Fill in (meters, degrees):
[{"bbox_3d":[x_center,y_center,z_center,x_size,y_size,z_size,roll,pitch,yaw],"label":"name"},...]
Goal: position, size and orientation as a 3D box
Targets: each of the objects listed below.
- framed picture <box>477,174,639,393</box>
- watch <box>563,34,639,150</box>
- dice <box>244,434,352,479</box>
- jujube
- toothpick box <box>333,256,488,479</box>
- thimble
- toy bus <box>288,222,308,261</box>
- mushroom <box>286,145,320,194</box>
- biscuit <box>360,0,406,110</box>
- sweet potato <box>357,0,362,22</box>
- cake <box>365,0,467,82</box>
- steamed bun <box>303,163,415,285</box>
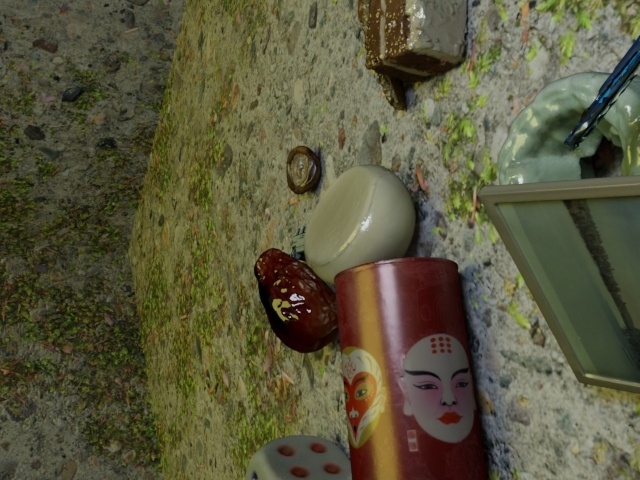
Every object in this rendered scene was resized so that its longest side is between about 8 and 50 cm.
[{"bbox_3d":[0.302,0.058,0.654,0.213,0.016,0.289,1,131,53],"label":"framed picture"},{"bbox_3d":[0.401,-0.126,0.579,0.274,0.276,0.068,-57,7,2],"label":"watch"},{"bbox_3d":[-0.039,0.519,1.322,0.192,0.193,0.194,35,117,58],"label":"dice"},{"bbox_3d":[-0.057,0.125,1.406,0.236,0.168,0.168,50,136,20],"label":"jujube"},{"bbox_3d":[0.133,0.210,1.010,0.204,0.204,0.333,-31,60,58],"label":"toothpick box"},{"bbox_3d":[0.316,-0.077,0.743,0.237,0.150,0.237,-3,87,64],"label":"thimble"},{"bbox_3d":[0.000,0.000,1.432,0.194,0.087,0.088,-20,62,62],"label":"toy bus"},{"bbox_3d":[-0.040,-0.166,1.563,0.123,0.052,0.123,-4,85,55],"label":"mushroom"},{"bbox_3d":[0.112,-0.363,1.211,0.026,0.131,0.236,-13,72,29],"label":"biscuit"},{"bbox_3d":[0.113,-0.535,1.308,0.055,0.058,0.202,-28,-45,-71],"label":"sweet potato"},{"bbox_3d":[0.164,-0.352,1.106,0.147,0.135,0.135,-6,81,54],"label":"cake"},{"bbox_3d":[0.083,-0.016,1.186,0.232,0.145,0.231,-43,31,33],"label":"steamed bun"}]
